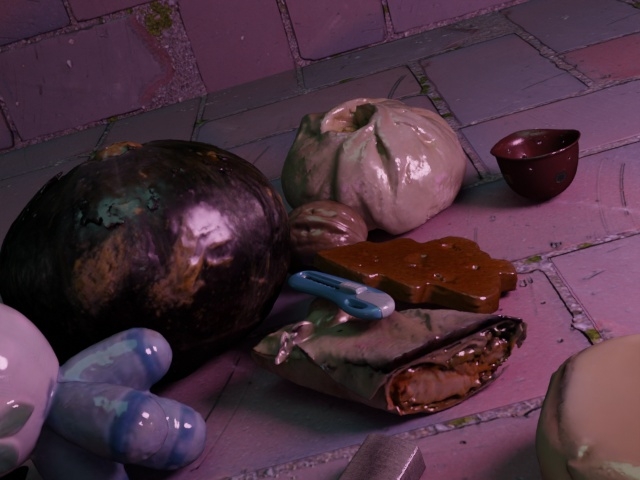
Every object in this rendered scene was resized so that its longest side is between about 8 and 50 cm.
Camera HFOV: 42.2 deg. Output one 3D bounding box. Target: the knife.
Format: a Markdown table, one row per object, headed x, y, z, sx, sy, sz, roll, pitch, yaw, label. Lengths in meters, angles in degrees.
| x | y | z | sx | sy | sz | roll | pitch | yaw | label |
| --- | --- | --- | --- | --- | --- | --- | --- | --- | --- |
| 0.024 | 0.070 | 1.145 | 0.064 | 0.032 | 0.222 | -23 | 21 | -29 | knife |

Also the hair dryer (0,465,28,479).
| x | y | z | sx | sy | sz | roll | pitch | yaw | label |
| --- | --- | --- | --- | --- | --- | --- | --- | --- | --- |
| -0.488 | 0.381 | 1.016 | 0.248 | 0.078 | 0.196 | -22 | 23 | 2 | hair dryer |

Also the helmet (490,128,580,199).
| x | y | z | sx | sy | sz | roll | pitch | yaw | label |
| --- | --- | --- | --- | --- | --- | --- | --- | --- | --- |
| 0.380 | -0.129 | 1.462 | 0.155 | 0.106 | 0.175 | -19 | 23 | -9 | helmet |

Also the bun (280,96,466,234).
| x | y | z | sx | sy | sz | roll | pitch | yaw | label |
| --- | --- | --- | --- | --- | --- | --- | --- | --- | --- |
| 0.091 | -0.160 | 1.572 | 0.364 | 0.219 | 0.365 | -9 | 23 | 4 | bun |

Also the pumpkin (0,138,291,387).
| x | y | z | sx | sy | sz | roll | pitch | yaw | label |
| --- | --- | --- | --- | --- | --- | --- | --- | --- | --- |
| -0.269 | 0.017 | 1.289 | 0.454 | 0.344 | 0.454 | -13 | 22 | 5 | pumpkin |

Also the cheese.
| x | y | z | sx | sy | sz | roll | pitch | yaw | label |
| --- | --- | --- | --- | --- | --- | --- | --- | --- | --- |
| 0.337 | 0.194 | 0.800 | 0.233 | 0.127 | 0.266 | -1 | 31 | 31 | cheese |

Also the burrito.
| x | y | z | sx | sy | sz | roll | pitch | yaw | label |
| --- | --- | --- | --- | --- | --- | --- | --- | --- | --- |
| 0.078 | 0.149 | 1.086 | 0.347 | 0.107 | 0.175 | 4 | 40 | 36 | burrito |

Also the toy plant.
| x | y | z | sx | sy | sz | roll | pitch | yaw | label |
| --- | --- | --- | --- | --- | --- | --- | --- | --- | --- |
| -0.300 | 0.215 | 1.016 | 0.332 | 0.247 | 0.247 | 18 | 16 | -20 | toy plant |

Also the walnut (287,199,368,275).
| x | y | z | sx | sy | sz | roll | pitch | yaw | label |
| --- | --- | --- | --- | --- | --- | --- | --- | --- | --- |
| 0.000 | 0.001 | 1.405 | 0.162 | 0.140 | 0.140 | 6 | 30 | 13 | walnut |

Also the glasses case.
| x | y | z | sx | sy | sz | roll | pitch | yaw | label |
| --- | --- | --- | --- | --- | --- | --- | --- | --- | --- |
| 0.036 | 0.292 | 0.883 | 0.070 | 0.047 | 0.205 | 3 | 31 | 34 | glasses case |

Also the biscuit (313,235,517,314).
| x | y | z | sx | sy | sz | roll | pitch | yaw | label |
| --- | --- | --- | --- | --- | --- | --- | --- | --- | --- |
| 0.140 | 0.045 | 1.242 | 0.301 | 0.043 | 0.278 | 5 | 18 | 6 | biscuit |
